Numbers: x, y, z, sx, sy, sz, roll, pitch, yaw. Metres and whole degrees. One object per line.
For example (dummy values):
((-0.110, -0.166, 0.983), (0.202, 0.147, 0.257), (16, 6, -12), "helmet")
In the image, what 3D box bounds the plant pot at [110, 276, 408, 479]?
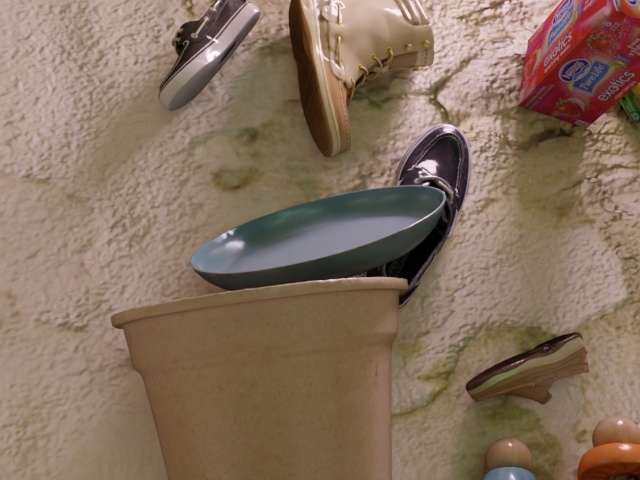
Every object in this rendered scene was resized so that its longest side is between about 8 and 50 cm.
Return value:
((-0.048, 0.215, 1.039), (0.334, 0.334, 0.305), (-5, 82, -15), "plant pot")

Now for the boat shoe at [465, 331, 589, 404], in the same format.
((0.285, 0.186, 1.249), (0.190, 0.068, 0.072), (-19, 87, -20), "boat shoe")

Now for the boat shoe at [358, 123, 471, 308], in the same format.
((0.140, -0.046, 1.277), (0.108, 0.102, 0.301), (29, 66, -2), "boat shoe")

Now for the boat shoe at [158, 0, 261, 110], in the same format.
((-0.169, -0.267, 1.304), (0.070, 0.078, 0.219), (35, 58, 0), "boat shoe")

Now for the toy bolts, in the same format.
((0.311, 0.327, 1.170), (0.229, 0.218, 0.158), (-6, 49, 14), "toy bolts")

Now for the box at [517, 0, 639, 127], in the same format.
((0.398, -0.284, 1.345), (0.123, 0.257, 0.128), (17, 67, -9), "box")

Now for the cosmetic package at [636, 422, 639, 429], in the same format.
((0.487, 0.287, 1.187), (0.151, 0.183, 0.151), (-28, 78, -26), "cosmetic package")

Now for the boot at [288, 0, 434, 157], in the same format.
((0.071, -0.246, 1.343), (0.204, 0.095, 0.261), (-4, 67, -16), "boot")

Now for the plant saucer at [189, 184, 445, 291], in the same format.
((0.000, 0.000, 1.138), (0.318, 0.318, 0.043), (-19, 104, -19), "plant saucer")

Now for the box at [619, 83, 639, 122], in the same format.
((0.543, -0.261, 1.489), (0.179, 0.043, 0.105), (-24, 77, -19), "box")
